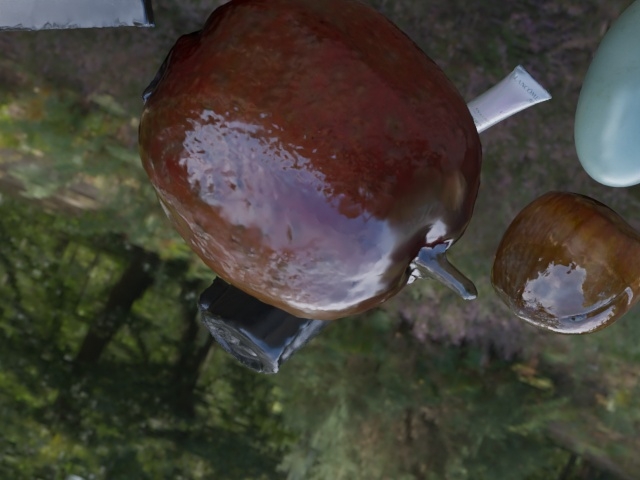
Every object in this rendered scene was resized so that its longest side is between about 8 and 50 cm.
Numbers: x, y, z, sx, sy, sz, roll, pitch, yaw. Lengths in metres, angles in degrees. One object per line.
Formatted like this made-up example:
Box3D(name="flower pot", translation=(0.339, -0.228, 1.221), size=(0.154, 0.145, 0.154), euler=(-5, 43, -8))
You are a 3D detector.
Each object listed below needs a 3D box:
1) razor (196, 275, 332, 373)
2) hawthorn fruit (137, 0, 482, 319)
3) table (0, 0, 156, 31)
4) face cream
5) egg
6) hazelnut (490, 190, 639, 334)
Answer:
Box3D(name="razor", translation=(0.002, 0.004, 1.311), size=(0.107, 0.327, 0.189), euler=(46, 162, -23))
Box3D(name="hawthorn fruit", translation=(0.004, -0.045, 0.733), size=(0.249, 0.215, 0.215), euler=(49, 176, 5))
Box3D(name="table", translation=(-0.189, -0.346, 0.988), size=(0.196, 0.281, 0.250), euler=(1, -158, 20))
Box3D(name="face cream", translation=(0.142, -0.111, 0.931), size=(0.038, 0.020, 0.115), euler=(43, 148, -12))
Box3D(name="egg", translation=(0.559, -0.259, 1.886), size=(0.230, 0.370, 0.230), euler=(29, -172, -4))
Box3D(name="hazelnut", translation=(0.252, 0.029, 1.151), size=(0.150, 0.150, 0.150), euler=(21, 174, 2))
